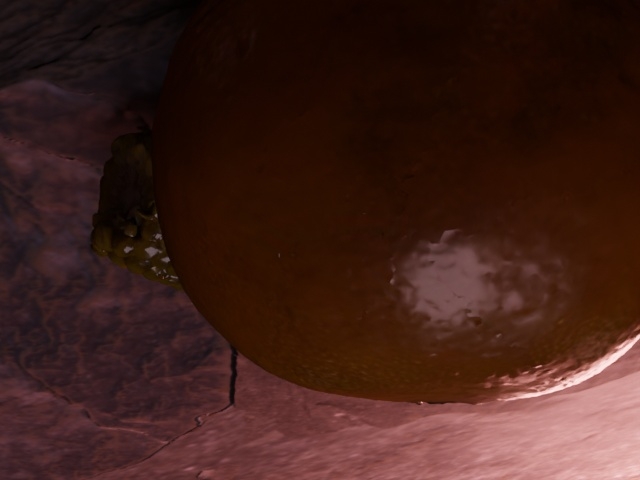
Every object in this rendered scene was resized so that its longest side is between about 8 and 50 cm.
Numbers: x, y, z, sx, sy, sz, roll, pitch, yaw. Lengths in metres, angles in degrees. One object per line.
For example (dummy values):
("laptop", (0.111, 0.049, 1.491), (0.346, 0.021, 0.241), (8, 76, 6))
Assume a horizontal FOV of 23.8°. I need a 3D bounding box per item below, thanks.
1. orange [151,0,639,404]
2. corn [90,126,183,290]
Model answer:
("orange", (0.049, -0.037, 0.714), (0.261, 0.261, 0.261), (-8, 156, -3))
("corn", (0.000, 0.000, 0.939), (0.318, 0.115, 0.115), (10, 150, -38))
